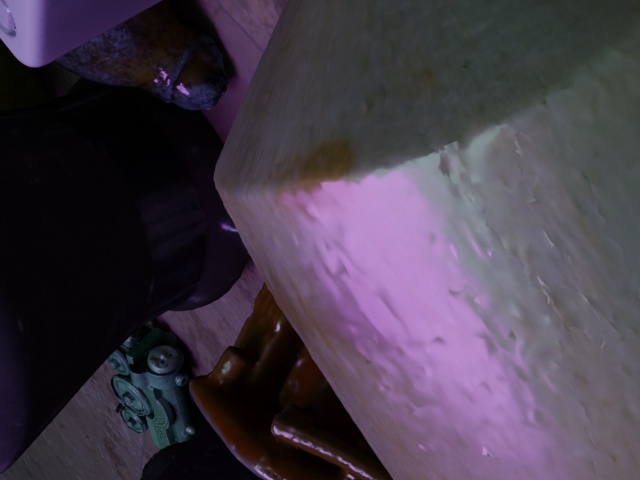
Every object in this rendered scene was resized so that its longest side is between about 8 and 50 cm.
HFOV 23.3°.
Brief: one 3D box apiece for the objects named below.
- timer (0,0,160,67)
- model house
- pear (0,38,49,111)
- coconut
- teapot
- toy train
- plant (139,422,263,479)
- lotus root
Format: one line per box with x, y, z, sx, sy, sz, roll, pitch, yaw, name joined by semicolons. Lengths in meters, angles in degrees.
-0.156;-0.261;0.978;0.192;0.195;0.194;50;156;15;timer
0.069;0.066;0.981;0.199;0.219;0.229;34;104;55;model house
-0.360;-0.164;1.553;0.180;0.166;0.216;-148;53;-66;pear
0.113;-0.037;0.634;0.323;0.323;0.323;43;153;28;coconut
-0.280;0.002;1.308;0.376;0.361;0.306;20;123;37;teapot
-0.178;0.165;1.710;0.104;0.071;0.178;31;148;31;toy train
-0.083;0.259;1.544;0.256;0.164;0.142;-2;124;45;plant
-0.204;-0.215;1.198;0.322;0.140;0.158;53;156;1;lotus root
